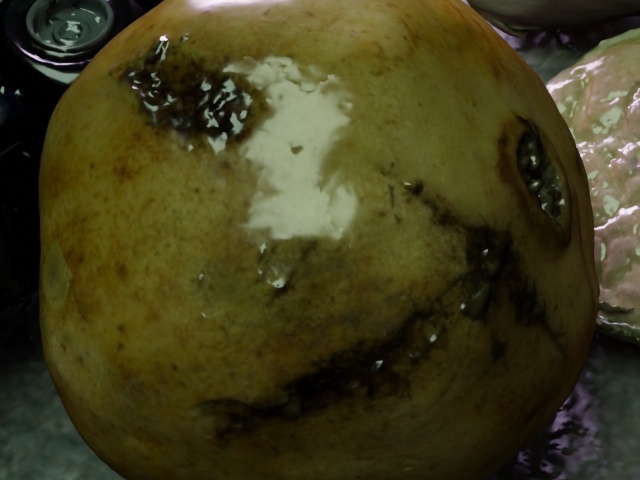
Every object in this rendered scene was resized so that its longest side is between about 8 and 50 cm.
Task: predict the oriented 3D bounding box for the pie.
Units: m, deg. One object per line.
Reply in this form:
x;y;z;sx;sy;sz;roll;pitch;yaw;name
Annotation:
0.179;-0.030;0.980;0.185;0.052;0.218;-12;50;8;pie

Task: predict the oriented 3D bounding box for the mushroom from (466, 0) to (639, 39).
0.193;-0.156;1.060;0.278;0.096;0.099;3;83;23;mushroom

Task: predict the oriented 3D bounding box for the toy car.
-0.179;-0.027;1.001;0.301;0.193;0.118;-34;59;-23;toy car

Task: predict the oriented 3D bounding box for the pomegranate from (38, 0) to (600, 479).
0.000;0.000;0.896;0.260;0.260;0.260;-10;49;12;pomegranate
